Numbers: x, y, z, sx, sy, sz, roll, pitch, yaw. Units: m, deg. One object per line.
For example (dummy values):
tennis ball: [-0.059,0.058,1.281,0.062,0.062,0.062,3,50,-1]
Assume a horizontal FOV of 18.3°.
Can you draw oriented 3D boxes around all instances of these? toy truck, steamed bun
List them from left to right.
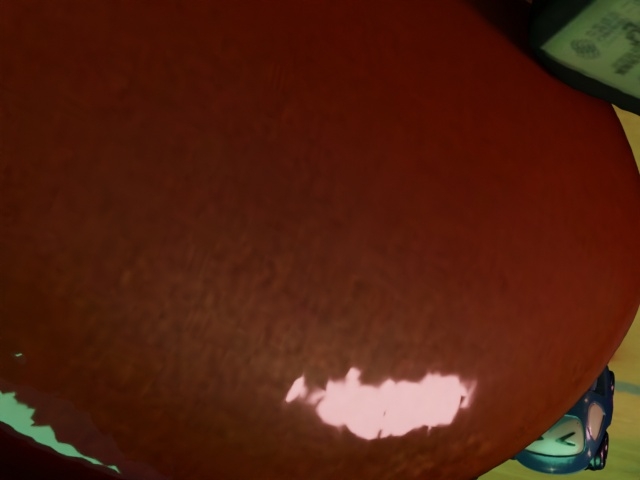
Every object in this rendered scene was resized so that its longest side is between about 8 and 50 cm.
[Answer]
steamed bun: [-0.080,-0.010,0.723,0.379,0.248,0.235,28,154,-27]
toy truck: [0.121,0.078,1.027,0.056,0.073,0.090,5,155,16]

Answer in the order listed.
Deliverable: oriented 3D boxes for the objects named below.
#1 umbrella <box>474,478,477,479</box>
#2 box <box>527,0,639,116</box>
umbrella: [0.009,0.080,1.096,0.071,0.071,0.248,-8,146,37]
box: [0.227,-0.111,0.609,0.211,0.058,0.350,22,153,-16]
